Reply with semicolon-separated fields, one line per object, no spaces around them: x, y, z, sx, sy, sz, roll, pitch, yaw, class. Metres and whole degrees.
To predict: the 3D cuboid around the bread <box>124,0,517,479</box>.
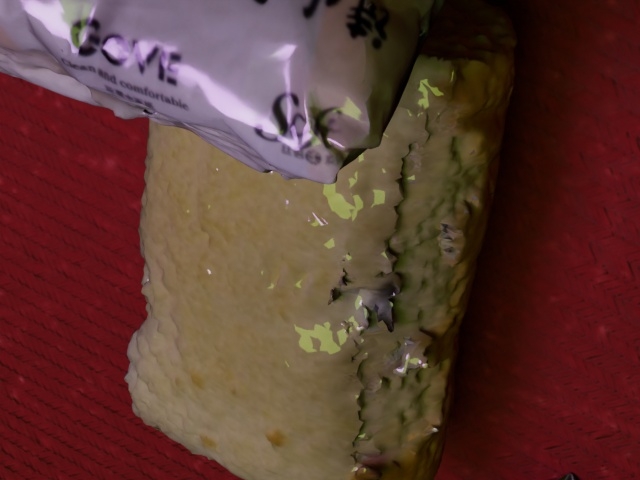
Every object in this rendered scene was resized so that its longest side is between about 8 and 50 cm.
0.000;0.000;1.290;0.236;0.165;0.375;23;125;20;bread

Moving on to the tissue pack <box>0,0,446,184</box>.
-0.063;-0.226;1.103;0.375;0.390;0.195;14;155;23;tissue pack

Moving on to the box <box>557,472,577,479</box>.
0.165;0.312;1.361;0.195;0.177;0.148;48;126;-3;box
